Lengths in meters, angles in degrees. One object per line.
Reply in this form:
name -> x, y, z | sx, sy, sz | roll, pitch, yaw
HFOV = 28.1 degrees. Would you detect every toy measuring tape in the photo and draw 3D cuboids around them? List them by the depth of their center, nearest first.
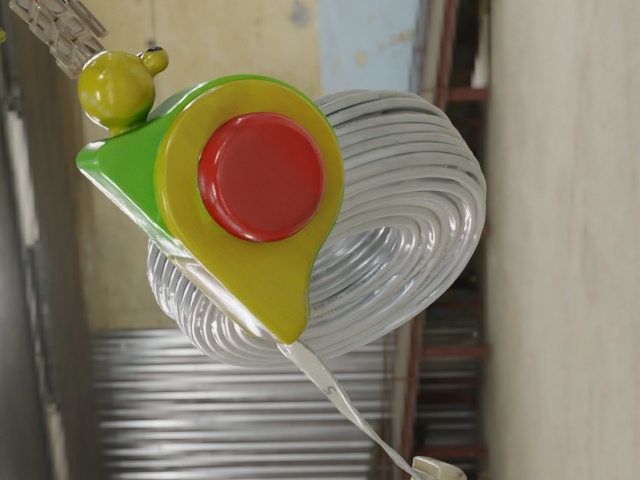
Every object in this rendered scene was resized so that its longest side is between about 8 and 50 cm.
toy measuring tape -> -0.004, 0.008, 0.728 | 0.330, 0.121, 0.121 | 46, -161, -18

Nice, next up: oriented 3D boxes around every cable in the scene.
cable -> 0.000, 0.000, 0.947 | 0.089, 0.257, 0.257 | 60, 151, 27

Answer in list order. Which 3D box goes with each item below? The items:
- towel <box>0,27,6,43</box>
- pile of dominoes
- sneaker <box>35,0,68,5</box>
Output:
towel -> -0.505, -0.322, 1.602 | 0.237, 0.102, 0.021 | 50, 144, 5
pile of dominoes -> -0.346, -0.287, 1.423 | 0.251, 0.040, 0.196 | 47, -165, -8
sneaker -> -0.410, -0.428, 1.578 | 0.180, 0.125, 0.321 | -44, -56, -63
